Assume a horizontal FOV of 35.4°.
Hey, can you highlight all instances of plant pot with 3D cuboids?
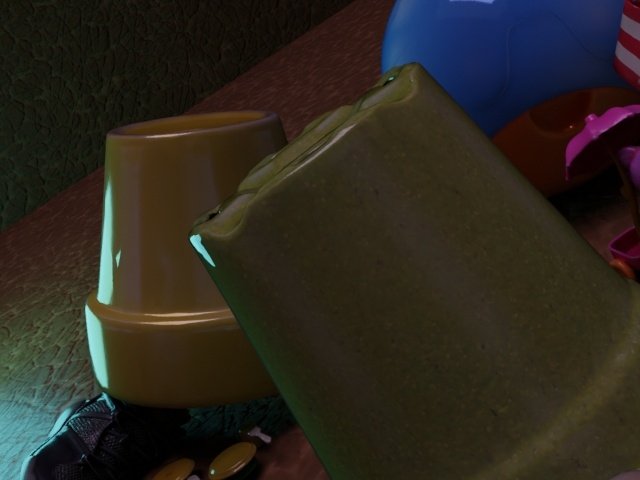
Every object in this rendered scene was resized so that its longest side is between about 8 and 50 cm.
[{"bbox_3d":[-0.109,0.003,0.967,0.254,0.239,0.254,-6,13,1],"label":"plant pot"},{"bbox_3d":[0.062,0.038,0.637,0.276,0.254,0.276,-36,9,7],"label":"plant pot"}]

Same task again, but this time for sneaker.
[{"bbox_3d":[-0.200,0.197,0.948,0.130,0.087,0.227,-32,12,11],"label":"sneaker"}]

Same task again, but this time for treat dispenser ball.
[{"bbox_3d":[0.207,-0.185,1.041,0.288,0.288,0.288,-26,18,9],"label":"treat dispenser ball"}]

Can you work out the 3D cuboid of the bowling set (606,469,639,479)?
[{"bbox_3d":[0.106,0.238,0.326,0.154,0.200,0.287,-43,-20,-48],"label":"bowling set"}]

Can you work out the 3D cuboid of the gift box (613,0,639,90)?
[{"bbox_3d":[0.387,-0.133,0.719,0.258,0.276,0.255,-28,31,-9],"label":"gift box"}]

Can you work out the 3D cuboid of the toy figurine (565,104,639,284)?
[{"bbox_3d":[0.250,-0.025,0.756,0.130,0.159,0.173,-33,19,-12],"label":"toy figurine"}]

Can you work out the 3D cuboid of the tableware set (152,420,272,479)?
[{"bbox_3d":[-0.110,0.213,0.879,0.154,0.024,0.104,-36,16,-16],"label":"tableware set"}]
